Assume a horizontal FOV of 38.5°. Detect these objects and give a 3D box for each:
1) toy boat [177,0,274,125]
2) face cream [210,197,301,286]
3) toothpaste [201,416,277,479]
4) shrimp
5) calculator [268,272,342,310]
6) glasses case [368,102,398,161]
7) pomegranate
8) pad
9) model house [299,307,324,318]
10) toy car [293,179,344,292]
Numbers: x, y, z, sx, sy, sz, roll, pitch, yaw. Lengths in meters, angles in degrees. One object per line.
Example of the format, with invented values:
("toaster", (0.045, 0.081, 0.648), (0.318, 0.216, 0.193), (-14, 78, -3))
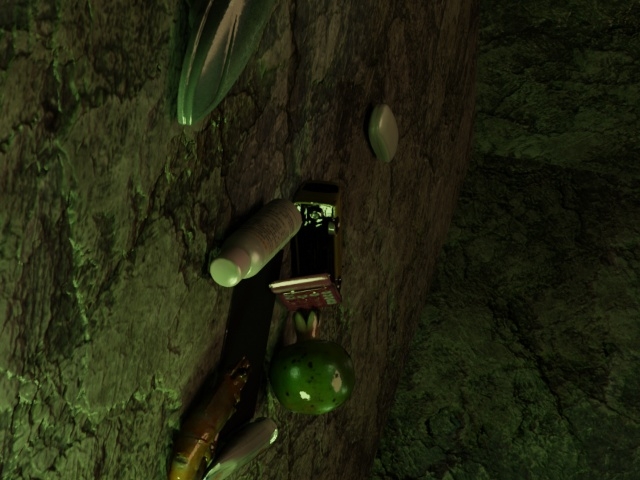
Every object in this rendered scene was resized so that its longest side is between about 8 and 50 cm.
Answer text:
("toy boat", (-0.135, -0.311, 1.304), (0.141, 0.092, 0.319), (40, 70, -73))
("face cream", (-0.114, 0.004, 1.608), (0.269, 0.082, 0.081), (-46, 145, -60))
("toothpaste", (-0.164, 0.411, 1.753), (0.100, 0.066, 0.323), (-49, 171, 15))
("shrimp", (-0.190, 0.330, 1.612), (0.287, 0.063, 0.152), (-58, 157, -43))
("calculator", (-0.028, 0.104, 1.891), (0.190, 0.127, 0.034), (63, 17, -69))
("glasses case", (0.165, -0.280, 2.399), (0.233, 0.059, 0.092), (54, 52, -70))
("pomegranate", (-0.021, 0.261, 1.966), (0.187, 0.187, 0.225), (25, 57, -74))
("pad", (-0.144, 0.199, 1.783), (0.248, 0.007, 0.367), (-5, 106, -73))
("model house", (-0.019, 0.166, 2.097), (0.083, 0.057, 0.058), (83, 29, -44))
("toy car", (0.000, 0.000, 1.961), (0.124, 0.101, 0.256), (-70, 163, -51))
